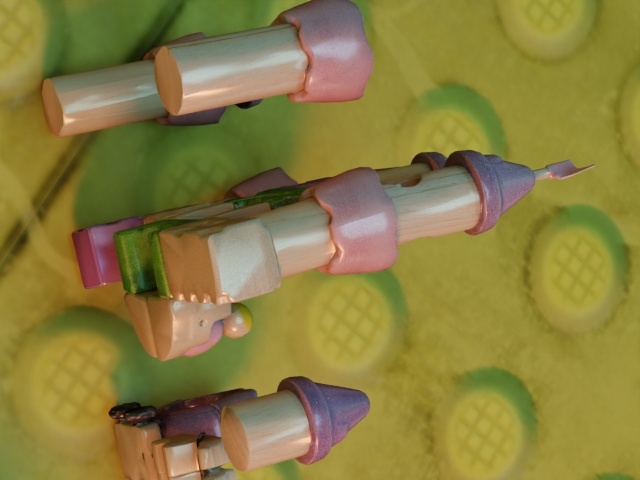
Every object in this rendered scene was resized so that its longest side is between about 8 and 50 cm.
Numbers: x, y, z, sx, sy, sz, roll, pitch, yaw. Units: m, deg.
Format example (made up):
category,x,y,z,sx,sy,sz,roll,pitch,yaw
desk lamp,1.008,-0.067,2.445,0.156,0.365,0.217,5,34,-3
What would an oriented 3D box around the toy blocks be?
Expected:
category,x,y,z,sx,sy,sz,roll,pitch,yaw
toy blocks,0.000,0.000,1.263,0.260,0.288,0.308,-14,96,-26
